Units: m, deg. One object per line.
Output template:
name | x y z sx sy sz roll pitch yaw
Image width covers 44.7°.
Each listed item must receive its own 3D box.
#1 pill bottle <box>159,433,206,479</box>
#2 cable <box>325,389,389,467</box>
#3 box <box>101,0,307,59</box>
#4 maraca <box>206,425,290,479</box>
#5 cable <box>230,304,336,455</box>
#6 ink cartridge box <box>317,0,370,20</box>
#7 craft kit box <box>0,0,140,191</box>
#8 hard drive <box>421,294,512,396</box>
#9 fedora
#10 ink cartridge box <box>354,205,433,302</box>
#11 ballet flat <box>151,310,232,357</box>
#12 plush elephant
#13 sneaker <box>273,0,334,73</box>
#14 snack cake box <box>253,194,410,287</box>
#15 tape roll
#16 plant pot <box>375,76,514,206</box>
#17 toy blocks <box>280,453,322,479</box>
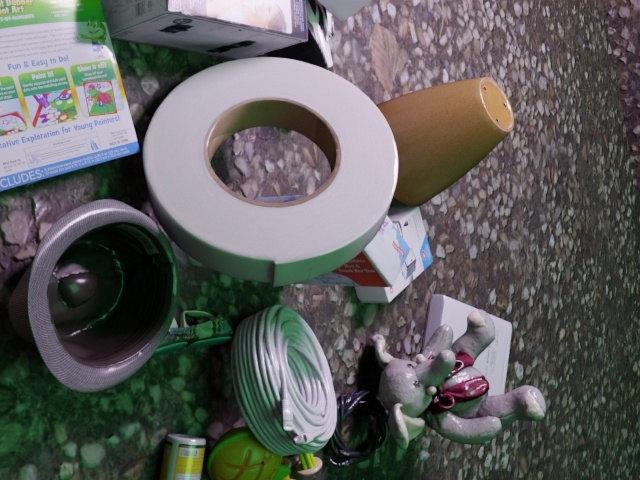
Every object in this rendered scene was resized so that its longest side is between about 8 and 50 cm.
pill bottle | -0.222 0.369 1.235 0.065 0.065 0.116 18 77 -48
cable | 0.077 0.382 1.605 0.184 0.047 0.150 1 84 -47
box | -0.177 -0.355 1.213 0.290 0.169 0.087 -4 90 -48
maraca | -0.120 0.385 1.326 0.127 0.099 0.185 -27 130 -2
cable | -0.057 0.240 1.335 0.257 0.089 0.257 34 36 -61
ink cartridge box | -0.022 -0.527 1.274 0.289 0.121 0.211 22 45 -53
craft kit box | -0.386 -0.210 1.056 0.250 0.061 0.246 -25 111 -46
hard drive | 0.364 0.284 1.929 0.353 0.047 0.233 23 73 -48
fedora | -0.319 0.071 1.052 0.275 0.124 0.243 -45 125 -50
ink cartridge box | 0.146 0.028 1.650 0.191 0.082 0.139 -38 118 -44
ballet flat | -0.225 0.146 1.246 0.188 0.070 0.070 -3 92 -51
plush elephant | 0.233 0.294 1.596 0.255 0.330 0.272 27 35 -48
sneaker | -0.024 -0.397 1.419 0.146 0.122 0.330 -37 114 -46
snack cake box | 0.000 0.000 1.339 0.152 0.264 0.089 53 52 -35
tape roll | -0.075 -0.117 1.196 0.392 0.392 0.072 -59 170 -31
plant pot | 0.256 -0.224 1.599 0.237 0.254 0.237 24 55 -38
toy blocks | -0.062 0.377 1.428 0.123 0.054 0.148 -35 115 -43
